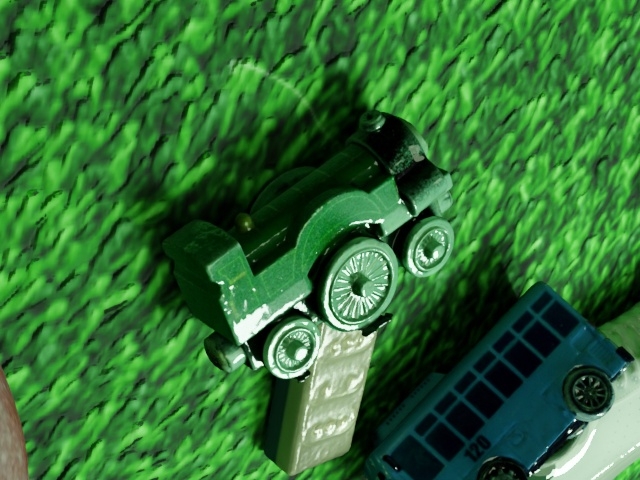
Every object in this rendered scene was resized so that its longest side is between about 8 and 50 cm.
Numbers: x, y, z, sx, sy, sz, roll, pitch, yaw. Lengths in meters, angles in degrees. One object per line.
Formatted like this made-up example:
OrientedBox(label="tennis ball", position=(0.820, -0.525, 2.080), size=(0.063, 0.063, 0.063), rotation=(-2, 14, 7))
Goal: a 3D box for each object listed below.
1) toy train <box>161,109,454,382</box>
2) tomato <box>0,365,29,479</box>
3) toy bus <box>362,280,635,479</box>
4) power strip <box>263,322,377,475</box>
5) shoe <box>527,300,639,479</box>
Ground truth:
OrientedBox(label="toy train", position=(0.000, 0.000, 0.878), size=(0.178, 0.071, 0.105), rotation=(-36, 127, -22))
OrientedBox(label="tomato", position=(-0.236, 0.114, 0.582), size=(0.270, 0.227, 0.270), rotation=(-25, 129, -35))
OrientedBox(label="toy bus", position=(0.115, 0.125, 1.052), size=(0.184, 0.106, 0.090), rotation=(-44, 171, -15))
OrientedBox(label="power strip", position=(0.001, 0.087, 0.966), size=(0.056, 0.032, 0.123), rotation=(-13, 126, -39))
OrientedBox(label="shoe", position=(0.215, 0.107, 1.159), size=(0.265, 0.095, 0.110), rotation=(-45, 140, -11))
